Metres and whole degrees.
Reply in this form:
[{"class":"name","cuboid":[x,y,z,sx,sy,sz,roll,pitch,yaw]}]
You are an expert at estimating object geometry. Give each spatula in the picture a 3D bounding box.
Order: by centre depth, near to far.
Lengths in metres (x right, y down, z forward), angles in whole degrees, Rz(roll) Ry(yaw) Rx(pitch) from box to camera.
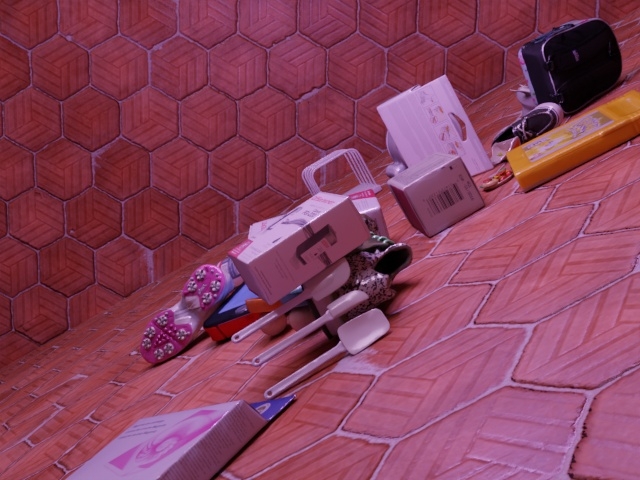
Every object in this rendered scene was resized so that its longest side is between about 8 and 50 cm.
[{"class":"spatula","cuboid":[-0.021,0.152,1.483,0.242,0.168,0.019,-33,-28,-2]}]

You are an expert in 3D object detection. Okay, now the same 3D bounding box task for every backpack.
[{"class":"backpack","cuboid":[0.675,-0.474,2.374,0.253,0.225,0.191,-29,18,-13]}]

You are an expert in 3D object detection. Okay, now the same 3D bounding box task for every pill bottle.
[{"class":"pill bottle","cuboid":[-0.195,0.076,2.483,0.180,0.108,0.108,-24,11,28]}]

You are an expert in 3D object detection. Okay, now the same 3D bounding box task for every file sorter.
[{"class":"file sorter","cuboid":[0.059,-0.202,2.994,0.192,0.173,0.277,-30,9,-5]}]

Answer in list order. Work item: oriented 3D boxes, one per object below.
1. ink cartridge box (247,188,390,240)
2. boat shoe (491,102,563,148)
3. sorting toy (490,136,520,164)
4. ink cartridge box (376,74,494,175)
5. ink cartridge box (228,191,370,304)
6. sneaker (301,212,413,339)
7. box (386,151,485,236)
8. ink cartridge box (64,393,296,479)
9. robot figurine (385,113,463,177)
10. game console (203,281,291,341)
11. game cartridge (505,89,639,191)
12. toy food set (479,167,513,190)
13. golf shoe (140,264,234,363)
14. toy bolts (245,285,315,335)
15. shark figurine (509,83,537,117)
[{"class":"ink cartridge box","cuboid":[0.000,0.000,2.009,0.306,0.131,0.226,-18,15,4]},{"class":"boat shoe","cuboid":[0.531,-0.282,2.274,0.070,0.078,0.219,-36,3,-36]},{"class":"sorting toy","cuboid":[0.464,-0.220,2.246,0.075,0.045,0.083,-43,14,-26]},{"class":"ink cartridge box","cuboid":[0.306,-0.278,2.302,0.238,0.275,0.060,-21,12,42]},{"class":"ink cartridge box","cuboid":[-0.039,0.008,1.572,0.217,0.092,0.158,-32,15,-13]},{"class":"sneaker","cuboid":[0.099,0.049,1.688,0.182,0.158,0.410,-16,20,18]},{"class":"box","cuboid":[0.258,-0.109,2.007,0.148,0.127,0.232,-30,9,1]},{"class":"ink cartridge box","cuboid":[-0.247,0.333,1.393,0.324,0.071,0.330,-21,14,47]},{"class":"robot figurine","cuboid":[0.310,-0.304,2.661,0.300,0.200,0.353,-47,9,0]},{"class":"game console","cuboid":[-0.088,0.105,2.153,0.341,0.060,0.386,-26,10,24]},{"class":"game cartridge","cuboid":[0.564,-0.224,1.913,0.323,0.053,0.285,-29,9,14]},{"class":"toy food set","cuboid":[0.408,-0.141,2.047,0.083,0.020,0.082,-30,9,0]},{"class":"golf shoe","cuboid":[-0.327,0.195,2.230,0.306,0.115,0.140,-46,-17,9]},{"class":"toy bolts","cuboid":[-0.036,0.106,1.791,0.218,0.159,0.228,-9,-2,-14]},{"class":"shark figurine","cuboid":[0.614,-0.402,2.595,0.166,0.116,0.278,3,18,-3]}]
